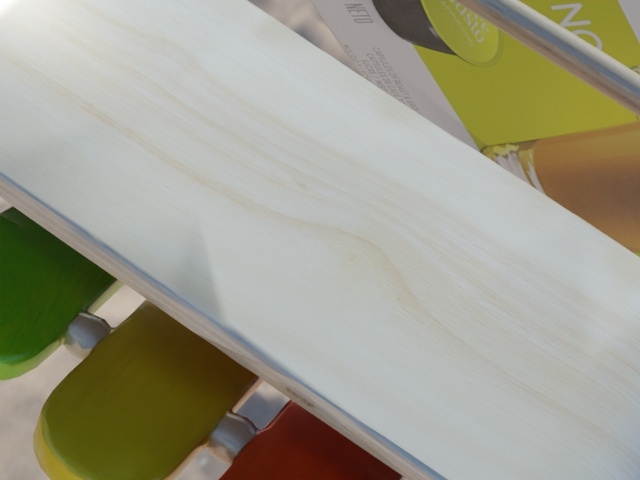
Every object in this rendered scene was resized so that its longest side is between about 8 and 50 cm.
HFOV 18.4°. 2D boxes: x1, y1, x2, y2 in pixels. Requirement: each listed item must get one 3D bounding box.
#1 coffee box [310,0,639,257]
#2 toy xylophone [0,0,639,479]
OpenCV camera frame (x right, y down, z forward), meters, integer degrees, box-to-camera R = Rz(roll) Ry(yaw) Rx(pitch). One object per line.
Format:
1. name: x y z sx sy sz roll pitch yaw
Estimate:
1. coffee box: 0.212 -0.209 0.944 0.337 0.334 0.338 53 50 -39
2. toy xylophone: 0.000 0.000 0.587 0.323 0.081 0.236 40 47 15
